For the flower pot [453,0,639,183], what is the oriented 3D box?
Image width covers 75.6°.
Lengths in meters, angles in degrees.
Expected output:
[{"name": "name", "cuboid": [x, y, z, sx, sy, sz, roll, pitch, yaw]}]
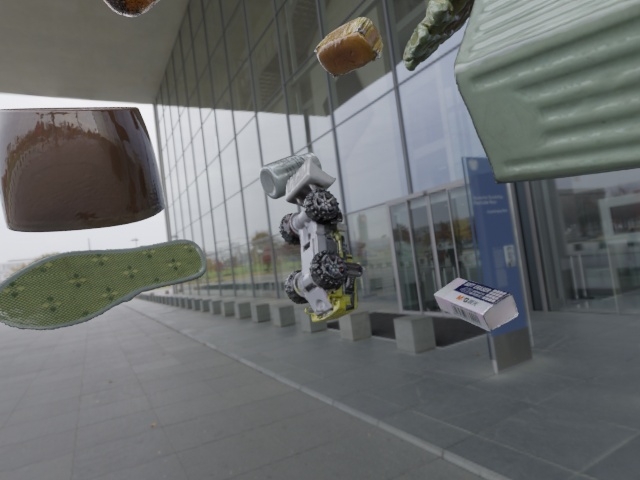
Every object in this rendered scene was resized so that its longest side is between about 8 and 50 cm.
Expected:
[{"name": "flower pot", "cuboid": [0.268, -0.170, 0.379, 0.209, 0.239, 0.189, -41, 21, -26]}]

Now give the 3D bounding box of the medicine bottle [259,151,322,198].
[{"name": "medicine bottle", "cuboid": [-0.066, -0.152, 0.941, 0.130, 0.080, 0.080, -28, 8, -31]}]

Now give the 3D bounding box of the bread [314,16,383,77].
[{"name": "bread", "cuboid": [0.095, -0.666, 1.439, 0.241, 0.107, 0.136, 5, -31, 51]}]

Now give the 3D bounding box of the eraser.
[{"name": "eraser", "cuboid": [0.525, 0.213, 1.422, 0.130, 0.086, 0.287, -29, 13, -13]}]

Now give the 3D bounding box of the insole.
[{"name": "insole", "cuboid": [-0.316, 0.056, 0.641, 0.007, 0.109, 0.322, -30, -10, 40]}]

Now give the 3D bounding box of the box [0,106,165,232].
[{"name": "box", "cuboid": [-0.470, -0.155, 0.822, 0.300, 0.217, 0.301, 1, 19, 0]}]

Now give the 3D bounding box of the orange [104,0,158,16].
[{"name": "orange", "cuboid": [-0.514, -0.738, 1.138, 0.182, 0.235, 0.234, 34, -20, -20]}]

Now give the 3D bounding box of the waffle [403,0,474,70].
[{"name": "waffle", "cuboid": [0.282, -0.475, 0.808, 0.309, 0.056, 0.292, -45, 1, 2]}]

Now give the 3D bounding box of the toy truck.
[{"name": "toy truck", "cuboid": [0.000, 0.000, 0.738, 0.111, 0.286, 0.136, 7, -26, -30]}]
